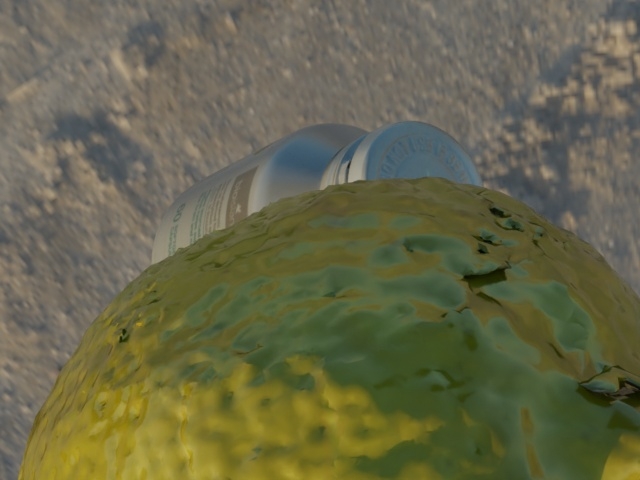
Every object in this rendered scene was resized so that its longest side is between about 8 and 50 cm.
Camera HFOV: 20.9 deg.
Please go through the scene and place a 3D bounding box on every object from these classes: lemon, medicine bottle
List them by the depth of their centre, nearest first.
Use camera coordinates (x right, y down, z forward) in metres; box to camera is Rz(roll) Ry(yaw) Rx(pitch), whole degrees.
[{"bbox_3d":[0.011,0.116,0.658,0.268,0.322,0.268,15,59,-26],"label":"lemon"},{"bbox_3d":[0.000,0.000,1.068,0.135,0.215,0.135,11,70,-32],"label":"medicine bottle"}]
